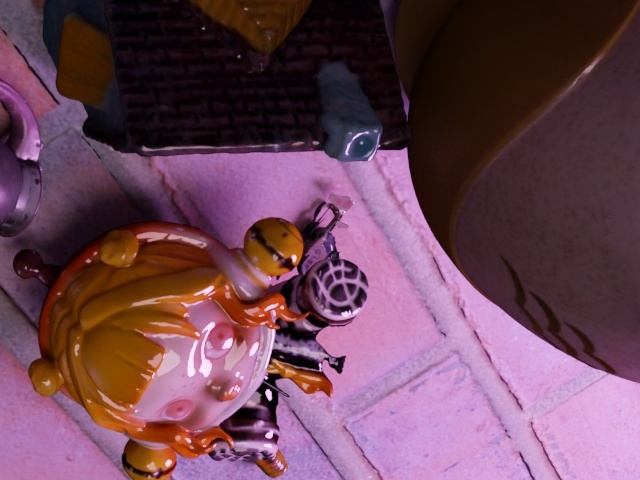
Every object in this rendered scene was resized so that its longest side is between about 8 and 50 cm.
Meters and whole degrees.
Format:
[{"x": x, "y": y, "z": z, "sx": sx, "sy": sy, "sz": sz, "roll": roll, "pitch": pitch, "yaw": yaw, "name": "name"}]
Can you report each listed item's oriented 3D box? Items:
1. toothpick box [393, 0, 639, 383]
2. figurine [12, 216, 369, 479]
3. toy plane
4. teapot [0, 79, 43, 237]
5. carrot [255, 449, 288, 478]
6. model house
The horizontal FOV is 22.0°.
[{"x": 0.292, "y": -0.095, "z": 1.531, "sx": 0.409, "sy": 0.425, "sz": 0.409, "roll": -17, "pitch": 122, "yaw": -30, "name": "toothpick box"}, {"x": -0.139, "y": 0.092, "z": 1.632, "sx": 0.323, "sy": 0.196, "sz": 0.320, "roll": 16, "pitch": 113, "yaw": -41, "name": "figurine"}, {"x": 0.000, "y": 0.000, "z": 1.733, "sx": 0.049, "sy": 0.031, "sz": 0.121, "roll": 23, "pitch": 117, "yaw": -27, "name": "toy plane"}, {"x": -0.322, "y": -0.068, "z": 1.493, "sx": 0.116, "sy": 0.148, "sz": 0.146, "roll": -16, "pitch": 158, "yaw": 37, "name": "teapot"}, {"x": -0.085, "y": 0.220, "z": 1.863, "sx": 0.042, "sy": 0.042, "sz": 0.171, "roll": -33, "pitch": 134, "yaw": 3, "name": "carrot"}, {"x": -0.078, "y": -0.165, "z": 1.414, "sx": 0.280, "sy": 0.249, "sz": 0.230, "roll": -5, "pitch": 127, "yaw": -22, "name": "model house"}]
